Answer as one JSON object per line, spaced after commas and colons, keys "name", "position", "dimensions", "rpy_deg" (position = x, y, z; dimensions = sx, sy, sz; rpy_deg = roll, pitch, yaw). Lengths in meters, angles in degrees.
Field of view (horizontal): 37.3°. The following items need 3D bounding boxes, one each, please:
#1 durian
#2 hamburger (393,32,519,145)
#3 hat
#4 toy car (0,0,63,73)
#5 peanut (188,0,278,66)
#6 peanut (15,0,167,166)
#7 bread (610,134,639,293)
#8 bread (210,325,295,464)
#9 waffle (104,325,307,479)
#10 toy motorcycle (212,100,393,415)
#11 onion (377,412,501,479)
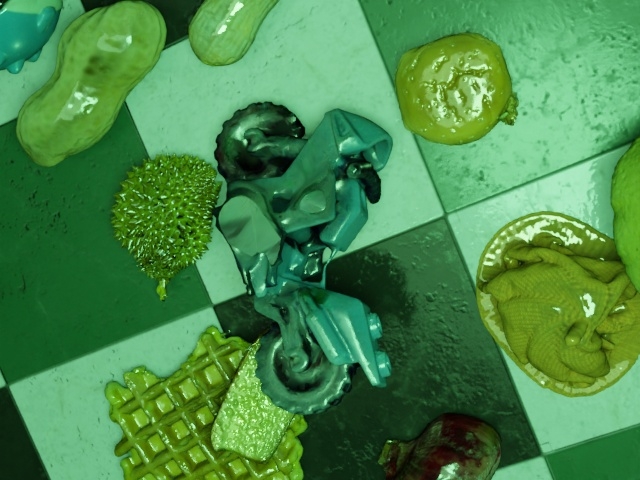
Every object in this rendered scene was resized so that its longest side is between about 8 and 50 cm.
{"name": "durian", "position": [-0.219, -0.015, 1.290], "dimensions": [0.147, 0.102, 0.208], "rpy_deg": [8, 105, 4]}
{"name": "hamburger", "position": [0.169, -0.188, 1.190], "dimensions": [0.147, 0.083, 0.138], "rpy_deg": [-12, 101, 16]}
{"name": "hat", "position": [0.294, 0.102, 1.135], "dimensions": [0.234, 0.233, 0.244], "rpy_deg": [8, 100, 11]}
{"name": "toy car", "position": [-0.471, -0.311, 1.247], "dimensions": [0.255, 0.188, 0.190], "rpy_deg": [25, 111, 6]}
{"name": "peanut", "position": [-0.097, -0.315, 1.220], "dimensions": [0.087, 0.087, 0.206], "rpy_deg": [36, 103, 4]}
{"name": "peanut", "position": [-0.315, -0.214, 1.268], "dimensions": [0.125, 0.111, 0.274], "rpy_deg": [43, 104, 6]}
{"name": "bread", "position": [0.458, -0.027, 1.079], "dimensions": [0.270, 0.148, 0.269], "rpy_deg": [3, 83, -28]}
{"name": "bread", "position": [-0.075, 0.210, 1.261], "dimensions": [0.103, 0.065, 0.187], "rpy_deg": [30, 94, 9]}
{"name": "waffle", "position": [-0.159, 0.263, 1.345], "dimensions": [0.301, 0.058, 0.281], "rpy_deg": [-8, 96, 12]}
{"name": "toy motorcycle", "position": [0.000, 0.000, 1.189], "dimensions": [0.232, 0.172, 0.416], "rpy_deg": [-15, 72, 12]}
{"name": "onion", "position": [0.148, 0.325, 1.272], "dimensions": [0.151, 0.098, 0.205], "rpy_deg": [28, 104, 4]}
